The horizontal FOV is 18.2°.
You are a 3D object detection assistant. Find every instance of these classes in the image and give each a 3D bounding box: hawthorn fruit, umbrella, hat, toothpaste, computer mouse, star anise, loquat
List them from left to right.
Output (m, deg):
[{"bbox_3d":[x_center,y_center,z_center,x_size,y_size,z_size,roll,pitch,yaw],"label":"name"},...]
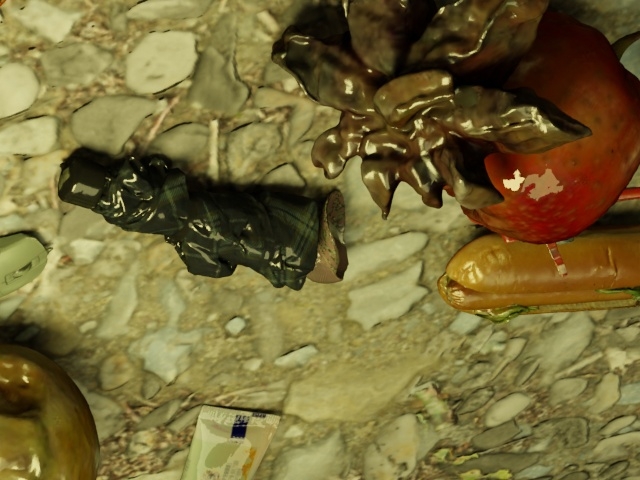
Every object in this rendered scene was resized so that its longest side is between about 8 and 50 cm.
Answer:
[{"bbox_3d":[-0.274,0.187,1.627,0.179,0.179,0.227,0,137,-25],"label":"loquat"},{"bbox_3d":[-0.261,0.026,1.562,0.110,0.032,0.056,-13,140,-11],"label":"computer mouse"},{"bbox_3d":[-0.107,-0.017,1.565,0.224,0.080,0.071,17,161,-33],"label":"umbrella"},{"bbox_3d":[-0.124,0.289,1.868,0.058,0.056,0.314,-26,142,-60],"label":"toothpaste"},{"bbox_3d":[-0.002,-0.002,1.642,0.042,0.058,0.087,-1,139,9],"label":"hat"},{"bbox_3d":[0.072,-0.119,1.418,0.220,0.214,0.099,-29,174,27],"label":"star anise"},{"bbox_3d":[0.172,-0.099,1.522,0.200,0.179,0.179,-47,136,5],"label":"hawthorn fruit"}]

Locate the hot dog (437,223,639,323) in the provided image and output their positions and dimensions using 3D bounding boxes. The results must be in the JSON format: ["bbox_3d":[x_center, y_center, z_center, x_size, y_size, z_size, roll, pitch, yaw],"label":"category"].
[{"bbox_3d":[0.223,0.031,1.749,0.250,0.068,0.100,-4,155,-20],"label":"hot dog"}]

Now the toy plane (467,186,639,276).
[{"bbox_3d":[0.218,-0.044,1.662,0.194,0.126,0.077,-25,174,3],"label":"toy plane"}]

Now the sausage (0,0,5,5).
[{"bbox_3d":[-0.235,-0.166,1.362,0.129,0.034,0.034,-41,137,21],"label":"sausage"}]
